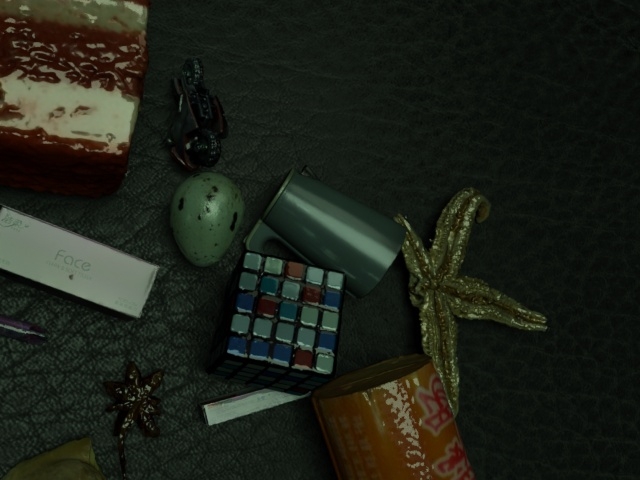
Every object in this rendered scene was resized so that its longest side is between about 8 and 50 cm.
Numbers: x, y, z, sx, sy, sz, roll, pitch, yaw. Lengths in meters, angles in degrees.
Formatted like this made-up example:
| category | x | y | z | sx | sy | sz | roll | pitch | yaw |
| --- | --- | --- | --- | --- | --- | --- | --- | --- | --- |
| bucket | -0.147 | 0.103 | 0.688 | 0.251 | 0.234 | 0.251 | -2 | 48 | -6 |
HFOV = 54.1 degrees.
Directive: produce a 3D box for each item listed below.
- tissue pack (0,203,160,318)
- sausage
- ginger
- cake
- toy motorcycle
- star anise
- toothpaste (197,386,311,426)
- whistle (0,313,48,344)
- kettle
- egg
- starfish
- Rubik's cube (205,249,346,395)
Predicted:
| category | x | y | z | sx | sy | sz | roll | pitch | yaw |
| --- | --- | --- | --- | --- | --- | --- | --- | --- | --- |
| tissue pack | -0.394 | 0.042 | 0.982 | 0.246 | 0.148 | 0.092 | 24 | 72 | -18 |
| sausage | 0.136 | 0.367 | 1.092 | 0.233 | 0.233 | 0.287 | -17 | 88 | -23 |
| ginger | -0.415 | 0.401 | 0.933 | 0.193 | 0.122 | 0.115 | -25 | 111 | -18 |
| cake | -0.408 | -0.249 | 0.956 | 0.270 | 0.269 | 0.319 | 4 | 78 | -21 |
| toy motorcycle | -0.227 | -0.216 | 1.121 | 0.082 | 0.122 | 0.213 | 4 | 65 | -45 |
| star anise | -0.305 | 0.293 | 1.017 | 0.097 | 0.070 | 0.190 | 4 | 82 | -23 |
| toothpaste | -0.114 | 0.279 | 1.105 | 0.196 | 0.047 | 0.040 | -12 | 89 | -23 |
| whistle | -0.515 | 0.126 | 0.979 | 0.176 | 0.033 | 0.033 | 22 | 74 | -17 |
| kettle | 0.000 | 0.000 | 1.163 | 0.243 | 0.160 | 0.210 | 32 | 100 | -7 |
| egg | -0.194 | -0.036 | 1.085 | 0.131 | 0.131 | 0.164 | -1 | 95 | -22 |
| starfish | 0.295 | 0.116 | 1.275 | 0.324 | 0.082 | 0.432 | -14 | 81 | -27 |
| Rubik's cube | -0.073 | 0.142 | 1.047 | 0.184 | 0.187 | 0.182 | 16 | 65 | -13 |
